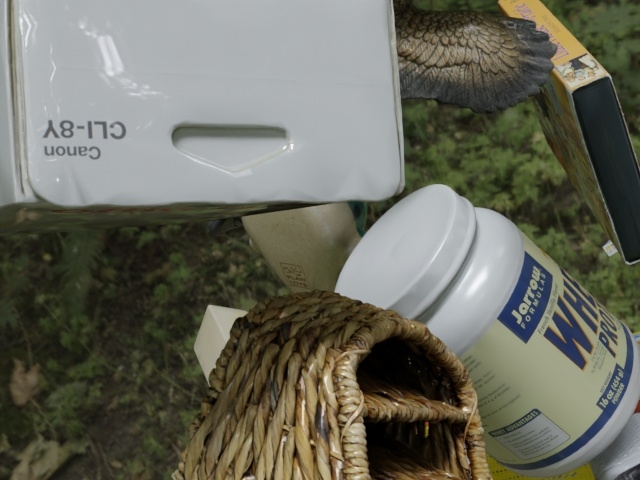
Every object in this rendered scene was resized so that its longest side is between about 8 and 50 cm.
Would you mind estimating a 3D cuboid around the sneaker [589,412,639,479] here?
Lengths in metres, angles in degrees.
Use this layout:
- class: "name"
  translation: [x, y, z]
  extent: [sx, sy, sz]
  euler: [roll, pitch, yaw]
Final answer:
- class: "sneaker"
  translation: [0.419, 0.362, 1.029]
  extent: [0.137, 0.210, 0.366]
  euler: [-23, 15, 8]

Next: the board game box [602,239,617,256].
- class: "board game box"
  translation: [0.676, -0.012, 1.981]
  extent: [0.103, 0.154, 0.026]
  euler: [-37, 82, 24]

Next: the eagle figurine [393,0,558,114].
- class: "eagle figurine"
  translation: [0.104, -0.264, 1.008]
  extent: [0.298, 0.226, 0.225]
  euler: [-1, 77, 17]

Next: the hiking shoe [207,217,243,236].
- class: "hiking shoe"
  translation: [-0.123, -0.053, 1.822]
  extent: [0.227, 0.086, 0.114]
  euler: [-31, 80, 16]

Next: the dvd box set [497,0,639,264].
- class: "dvd box set"
  translation: [0.396, -0.193, 1.421]
  extent: [0.062, 0.307, 0.420]
  euler: [-23, 30, 10]

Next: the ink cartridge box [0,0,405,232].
- class: "ink cartridge box"
  translation: [-0.150, -0.093, 0.737]
  extent: [0.279, 0.160, 0.385]
  euler: [-4, 0, -31]

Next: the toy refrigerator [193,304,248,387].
- class: "toy refrigerator"
  translation: [-0.150, 0.231, 1.678]
  extent: [0.094, 0.102, 0.269]
  euler: [12, 18, -25]

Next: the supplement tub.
- class: "supplement tub"
  translation: [0.199, 0.109, 1.090]
  extent: [0.235, 0.325, 0.235]
  euler: [-43, 21, 21]

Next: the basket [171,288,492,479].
- class: "basket"
  translation: [0.059, 0.176, 0.805]
  extent: [0.223, 0.299, 0.213]
  euler: [22, 89, 31]

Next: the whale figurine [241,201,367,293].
- class: "whale figurine"
  translation: [0.000, 0.000, 1.276]
  extent: [0.216, 0.272, 0.141]
  euler: [6, 37, 37]

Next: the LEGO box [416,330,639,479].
- class: "LEGO box"
  translation: [0.450, 0.330, 1.638]
  extent: [0.372, 0.193, 0.500]
  euler: [-20, -5, -44]
